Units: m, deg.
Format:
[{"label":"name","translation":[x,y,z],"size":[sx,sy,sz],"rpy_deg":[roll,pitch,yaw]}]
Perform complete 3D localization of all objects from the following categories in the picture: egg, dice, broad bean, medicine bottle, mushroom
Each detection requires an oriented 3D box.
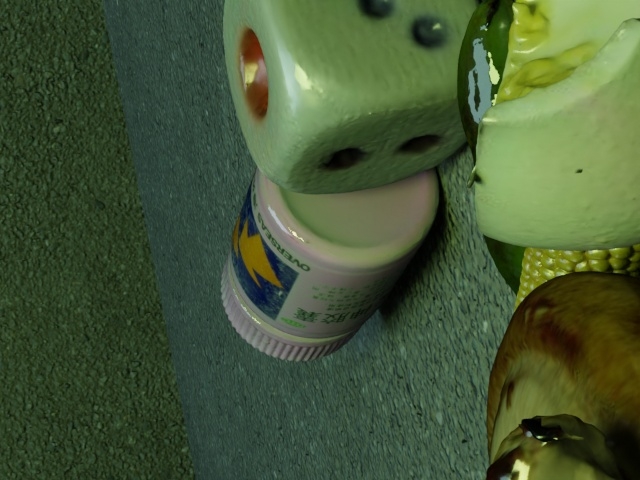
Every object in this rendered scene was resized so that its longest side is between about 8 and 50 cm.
[{"label":"egg","translation":[0.187,-0.101,0.837],"size":[0.206,0.162,0.271],"rpy_deg":[86,-162,-48]},{"label":"dice","translation":[0.027,-0.160,1.239],"size":[0.194,0.192,0.193],"rpy_deg":[120,137,-63]},{"label":"broad bean","translation":[0.151,-0.063,1.122],"size":[0.077,0.061,0.338],"rpy_deg":[-4,97,55]},{"label":"medicine bottle","translation":[0.000,0.000,1.444],"size":[0.290,0.178,0.178],"rpy_deg":[119,137,-62]},{"label":"mushroom","translation":[0.179,0.174,0.855],"size":[0.345,0.260,0.345],"rpy_deg":[173,90,-74]}]

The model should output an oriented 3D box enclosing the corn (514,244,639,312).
[{"label":"corn","translation":[0.186,0.038,1.017],"size":[0.091,0.091,0.260],"rpy_deg":[26,132,22]}]
